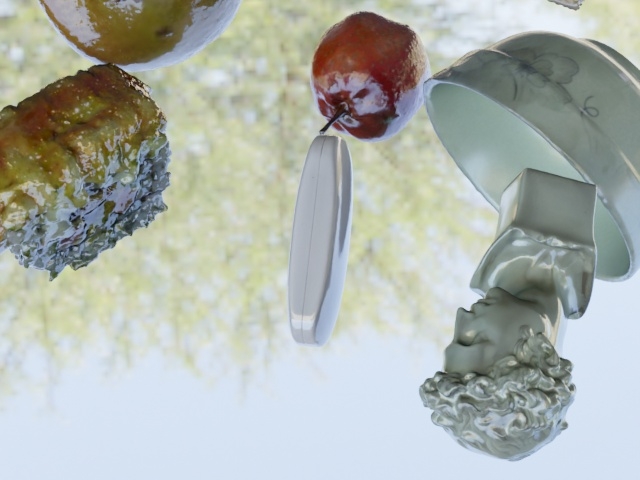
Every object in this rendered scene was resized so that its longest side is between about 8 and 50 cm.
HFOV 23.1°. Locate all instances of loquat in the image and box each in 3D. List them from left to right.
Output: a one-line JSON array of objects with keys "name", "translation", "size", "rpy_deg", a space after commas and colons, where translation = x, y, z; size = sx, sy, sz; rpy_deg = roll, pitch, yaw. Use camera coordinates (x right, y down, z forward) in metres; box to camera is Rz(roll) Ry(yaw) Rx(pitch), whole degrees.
[{"name": "loquat", "translation": [-0.226, -0.356, 2.008], "size": [0.276, 0.276, 0.284], "rpy_deg": [-16, 175, -40]}]

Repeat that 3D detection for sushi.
[{"name": "sushi", "translation": [-0.256, -0.079, 1.676], "size": [0.274, 0.184, 0.139], "rpy_deg": [-34, -115, -22]}]

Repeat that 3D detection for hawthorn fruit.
[{"name": "hawthorn fruit", "translation": [0.051, -0.192, 1.960], "size": [0.157, 0.157, 0.194], "rpy_deg": [7, -134, 31]}]

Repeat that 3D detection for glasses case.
[{"name": "glasses case", "translation": [0.000, 0.000, 1.420], "size": [0.049, 0.193, 0.074], "rpy_deg": [6, 174, 14]}]

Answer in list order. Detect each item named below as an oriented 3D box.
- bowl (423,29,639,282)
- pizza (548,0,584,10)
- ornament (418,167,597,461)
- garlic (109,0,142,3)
[{"name": "bowl", "translation": [0.273, -0.109, 1.715], "size": [0.163, 0.307, 0.307], "rpy_deg": [-42, -153, -12]}, {"name": "pizza", "translation": [0.201, -0.337, 1.500], "size": [0.204, 0.188, 0.080], "rpy_deg": [22, -139, 26]}, {"name": "ornament", "translation": [0.183, 0.068, 1.393], "size": [0.130, 0.120, 0.285], "rpy_deg": [25, -125, 2]}, {"name": "garlic", "translation": [-0.136, -0.323, 1.512], "size": [0.214, 0.191, 0.160], "rpy_deg": [-16, -135, -15]}]
